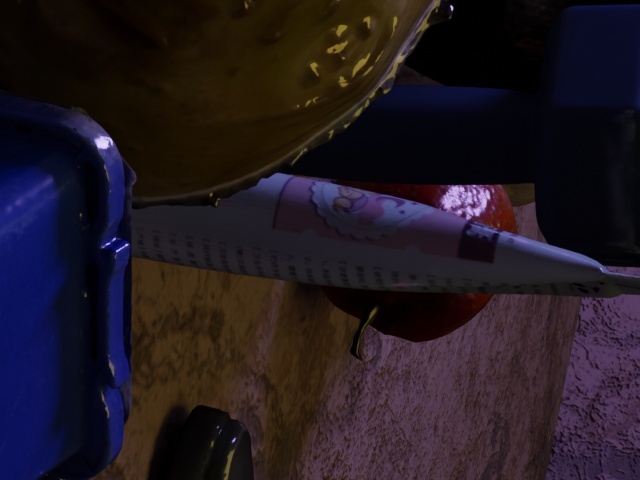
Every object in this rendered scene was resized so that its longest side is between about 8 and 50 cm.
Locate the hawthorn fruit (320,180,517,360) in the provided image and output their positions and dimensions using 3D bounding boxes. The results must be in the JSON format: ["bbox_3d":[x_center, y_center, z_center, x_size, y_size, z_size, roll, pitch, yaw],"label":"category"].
[{"bbox_3d":[0.068,0.017,1.570,0.157,0.157,0.194,82,31,-48],"label":"hawthorn fruit"}]

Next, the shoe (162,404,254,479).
[{"bbox_3d":[-0.039,0.259,1.356,0.109,0.149,0.293,-42,141,-64],"label":"shoe"}]

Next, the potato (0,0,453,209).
[{"bbox_3d":[-0.054,-0.182,0.846,0.196,0.246,0.299,87,16,-63],"label":"potato"}]

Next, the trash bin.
[{"bbox_3d":[-0.181,0.052,0.722,0.234,0.162,0.184,-44,141,-56],"label":"trash bin"}]

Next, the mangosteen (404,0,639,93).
[{"bbox_3d":[0.143,-0.305,1.347,0.435,0.382,0.382,63,-1,27],"label":"mangosteen"}]

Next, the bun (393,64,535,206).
[{"bbox_3d":[0.122,-0.126,1.664,0.231,0.133,0.231,163,-90,-79],"label":"bun"}]

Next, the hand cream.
[{"bbox_3d":[0.000,0.000,0.985,0.085,0.331,0.058,32,71,-73],"label":"hand cream"}]

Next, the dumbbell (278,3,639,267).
[{"bbox_3d":[0.049,-0.062,1.145,0.143,0.316,0.156,-56,145,-62],"label":"dumbbell"}]
